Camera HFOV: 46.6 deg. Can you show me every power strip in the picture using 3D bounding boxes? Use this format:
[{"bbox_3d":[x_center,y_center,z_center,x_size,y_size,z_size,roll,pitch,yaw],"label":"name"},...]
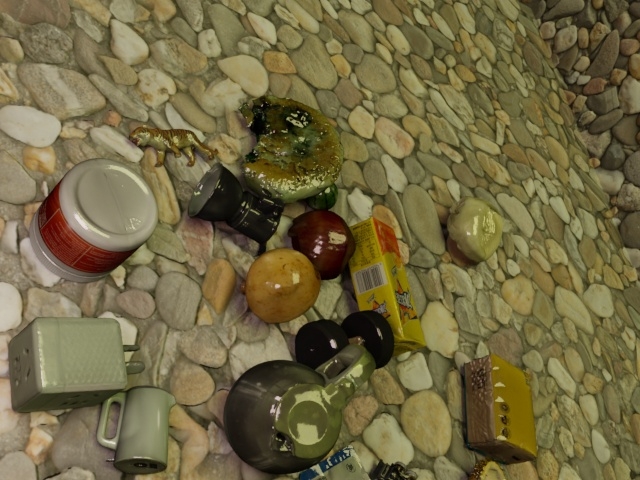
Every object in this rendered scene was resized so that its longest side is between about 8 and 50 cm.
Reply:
[{"bbox_3d":[-0.439,0.227,1.370,0.224,0.140,0.139,7,60,-42],"label":"power strip"}]

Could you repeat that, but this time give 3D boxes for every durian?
[{"bbox_3d":[0.456,0.683,1.980,0.224,0.078,0.140,65,28,-5],"label":"durian"}]

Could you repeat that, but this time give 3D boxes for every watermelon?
[{"bbox_3d":[0.000,-0.124,2.052,0.109,0.109,0.109,24,50,-32],"label":"watermelon"}]

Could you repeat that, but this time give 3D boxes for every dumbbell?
[{"bbox_3d":[0.059,0.257,1.815,0.218,0.152,0.152,-6,69,-45],"label":"dumbbell"}]

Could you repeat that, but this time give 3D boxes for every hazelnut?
[{"bbox_3d":[0.006,0.005,1.945,0.170,0.161,0.201,54,1,-21],"label":"hazelnut"}]

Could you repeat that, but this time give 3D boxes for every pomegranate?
[{"bbox_3d":[-0.102,0.107,1.748,0.196,0.196,0.196,24,50,-32],"label":"pomegranate"}]

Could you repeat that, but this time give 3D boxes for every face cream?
[{"bbox_3d":[-0.454,-0.040,1.491,0.201,0.187,0.201,24,50,-31],"label":"face cream"}]

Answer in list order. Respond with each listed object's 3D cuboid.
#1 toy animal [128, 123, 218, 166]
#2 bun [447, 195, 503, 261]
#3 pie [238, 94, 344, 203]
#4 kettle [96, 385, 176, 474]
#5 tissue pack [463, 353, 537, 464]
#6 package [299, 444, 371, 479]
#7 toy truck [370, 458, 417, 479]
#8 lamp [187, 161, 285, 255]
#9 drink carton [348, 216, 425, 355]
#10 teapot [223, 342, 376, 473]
[{"bbox_3d":[-0.351,-0.235,1.816,0.241,0.057,0.099,-9,71,-45],"label":"toy animal"},{"bbox_3d":[0.500,-0.043,2.448,0.229,0.145,0.229,-10,103,-52],"label":"bun"},{"bbox_3d":[-0.080,-0.249,2.009,0.297,0.078,0.371,8,53,-14],"label":"pie"},{"bbox_3d":[-0.348,0.362,1.418,0.098,0.127,0.148,57,24,-52],"label":"kettle"},{"bbox_3d":[0.514,0.481,2.115,0.192,0.134,0.270,28,48,-29],"label":"tissue pack"},{"bbox_3d":[0.051,0.574,1.685,0.171,0.027,0.173,-19,74,-38],"label":"package"},{"bbox_3d":[0.201,0.610,1.770,0.192,0.092,0.083,43,42,-1],"label":"toy truck"},{"bbox_3d":[-0.181,-0.073,1.790,0.227,0.172,0.147,29,46,-25],"label":"lamp"},{"bbox_3d":[0.170,0.127,2.011,0.155,0.111,0.351,24,47,-56],"label":"drink carton"},{"bbox_3d":[-0.021,0.359,1.543,0.322,0.239,0.239,-9,85,-24],"label":"teapot"}]
